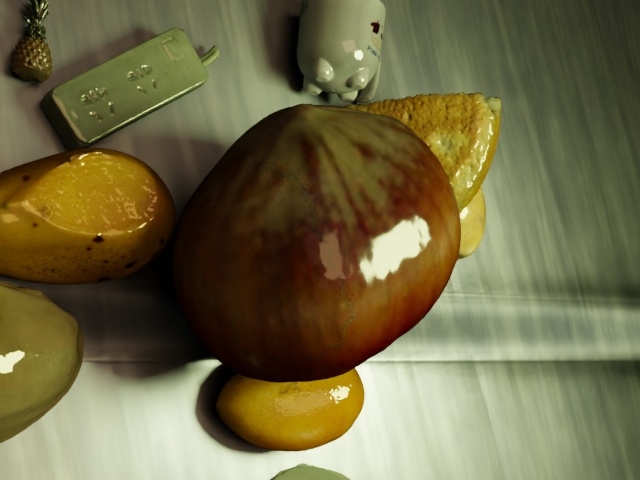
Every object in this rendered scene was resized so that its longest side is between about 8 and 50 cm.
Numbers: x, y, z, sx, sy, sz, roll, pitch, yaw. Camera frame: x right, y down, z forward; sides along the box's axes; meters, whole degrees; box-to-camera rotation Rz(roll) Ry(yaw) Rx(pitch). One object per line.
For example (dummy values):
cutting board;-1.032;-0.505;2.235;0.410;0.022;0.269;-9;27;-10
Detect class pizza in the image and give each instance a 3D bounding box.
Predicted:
pizza;0.154;-0.089;1.665;0.087;0.258;0.268;36;52;-72

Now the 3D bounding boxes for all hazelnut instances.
hazelnut;0.000;0.000;1.436;0.409;0.359;0.359;-40;101;-30

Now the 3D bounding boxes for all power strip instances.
power strip;-0.254;-0.225;1.530;0.288;0.053;0.093;-36;98;-32

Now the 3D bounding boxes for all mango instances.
mango;-0.328;-0.023;1.354;0.290;0.191;0.160;-5;75;-37
mango;-0.042;0.227;1.528;0.219;0.112;0.145;-6;82;-21

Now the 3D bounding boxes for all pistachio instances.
pistachio;-0.403;0.153;1.294;0.260;0.163;0.212;13;92;-43

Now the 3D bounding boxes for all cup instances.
cup;0.030;-0.293;1.695;0.134;0.173;0.142;5;75;2

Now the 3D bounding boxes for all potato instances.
potato;0.213;-0.059;1.743;0.118;0.109;0.178;13;68;-56

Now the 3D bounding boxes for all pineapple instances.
pineapple;-0.384;-0.278;1.463;0.058;0.058;0.124;17;65;-28

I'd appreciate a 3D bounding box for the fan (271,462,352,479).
fan;-0.074;0.393;1.487;0.310;0.010;0.182;0;49;-21
